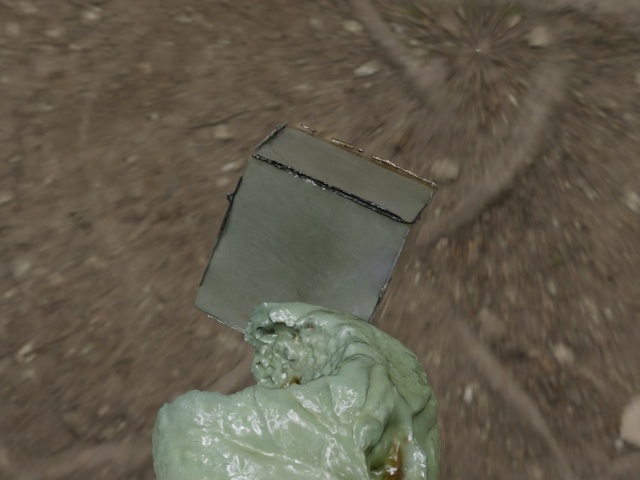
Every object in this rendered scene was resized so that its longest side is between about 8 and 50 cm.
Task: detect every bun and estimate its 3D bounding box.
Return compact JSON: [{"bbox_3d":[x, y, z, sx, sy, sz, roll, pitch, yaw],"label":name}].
[{"bbox_3d":[0.004,0.126,1.065,0.126,0.212,0.204,-17,137,34],"label":"bun"}]

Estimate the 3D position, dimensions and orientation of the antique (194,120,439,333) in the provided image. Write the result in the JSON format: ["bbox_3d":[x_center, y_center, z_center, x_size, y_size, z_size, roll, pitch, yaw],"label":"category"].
[{"bbox_3d":[0.000,0.000,1.499,0.147,0.148,0.152,25,110,8],"label":"antique"}]
